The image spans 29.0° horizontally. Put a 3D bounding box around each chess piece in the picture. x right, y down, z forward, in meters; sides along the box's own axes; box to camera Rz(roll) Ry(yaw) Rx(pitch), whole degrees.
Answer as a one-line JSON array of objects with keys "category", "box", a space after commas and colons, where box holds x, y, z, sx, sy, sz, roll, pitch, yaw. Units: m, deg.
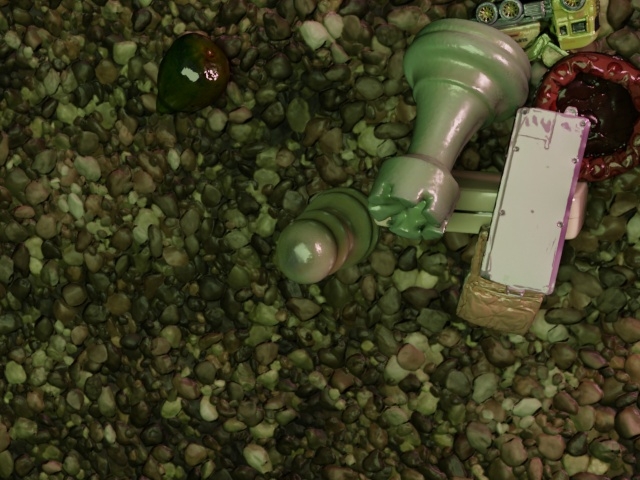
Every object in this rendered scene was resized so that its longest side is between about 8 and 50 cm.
[{"category": "chess piece", "box": [0.173, -0.153, 1.793, 0.194, 0.194, 0.299, 18, 66, 15]}, {"category": "chess piece", "box": [0.000, 0.000, 1.923, 0.133, 0.243, 0.133, 4, 103, 18]}]

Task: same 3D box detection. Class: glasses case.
[{"category": "glasses case", "box": [0.244, -0.059, 1.887, 0.312, 0.131, 0.070, 4, 107, 18]}]

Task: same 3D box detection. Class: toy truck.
[{"category": "toy truck", "box": [0.323, -0.313, 1.839, 0.191, 0.085, 0.116, -6, 107, 21]}]

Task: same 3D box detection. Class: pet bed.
[{"category": "pet bed", "box": [0.404, -0.180, 1.826, 0.201, 0.053, 0.201, -1, 113, -2]}]

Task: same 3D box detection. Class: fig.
[{"category": "fig", "box": [-0.228, -0.255, 2.036, 0.177, 0.117, 0.117, -40, 86, 32]}]

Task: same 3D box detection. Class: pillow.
[{"category": "pillow", "box": [0.282, 0.066, 1.880, 0.126, 0.043, 0.232, 14, 140, 4]}]

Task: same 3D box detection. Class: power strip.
[{"category": "power strip", "box": [0.305, -0.057, 1.767, 0.109, 0.037, 0.279, 13, 93, 10]}]
